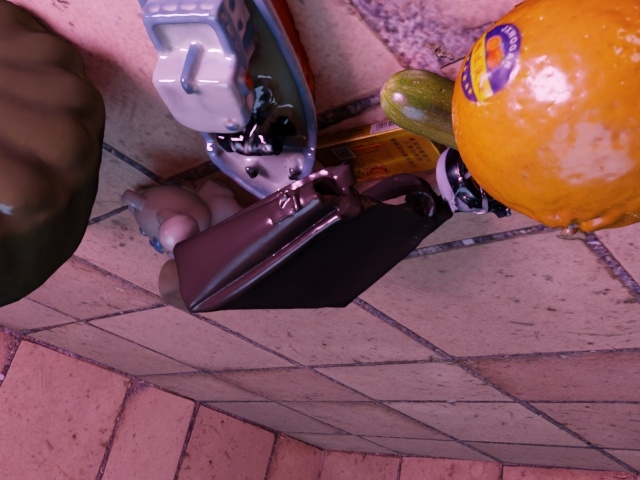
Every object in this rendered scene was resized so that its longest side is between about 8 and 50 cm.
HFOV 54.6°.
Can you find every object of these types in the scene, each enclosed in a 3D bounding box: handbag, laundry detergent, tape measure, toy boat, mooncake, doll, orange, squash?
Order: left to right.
[{"bbox_3d":[-0.407,-0.101,0.632,0.356,0.357,0.194,20,150,-14],"label":"mooncake"},{"bbox_3d":[-0.222,0.086,1.212,0.253,0.091,0.181,-13,149,42],"label":"laundry detergent"},{"bbox_3d":[-0.156,-0.015,0.896,0.243,0.159,0.311,48,174,-12],"label":"doll"},{"bbox_3d":[-0.082,-0.140,0.648,0.145,0.133,0.332,4,153,15],"label":"toy boat"},{"bbox_3d":[0.000,-0.001,0.750,0.257,0.114,0.285,-32,156,36],"label":"handbag"},{"bbox_3d":[0.179,-0.074,0.710,0.094,0.091,0.054,8,167,-31],"label":"tape measure"},{"bbox_3d":[0.166,-0.117,0.650,0.228,0.066,0.066,21,153,-17],"label":"squash"},{"bbox_3d":[0.220,-0.107,0.516,0.219,0.193,0.219,-4,159,-2],"label":"orange"}]

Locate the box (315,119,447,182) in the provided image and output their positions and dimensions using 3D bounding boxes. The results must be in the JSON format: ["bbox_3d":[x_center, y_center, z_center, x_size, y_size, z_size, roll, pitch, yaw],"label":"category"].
[{"bbox_3d":[0.070,-0.109,0.761,0.156,0.022,0.089,-8,146,37],"label":"box"}]
